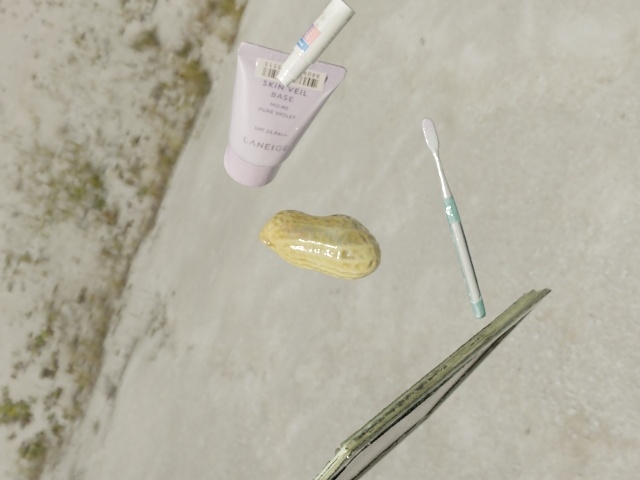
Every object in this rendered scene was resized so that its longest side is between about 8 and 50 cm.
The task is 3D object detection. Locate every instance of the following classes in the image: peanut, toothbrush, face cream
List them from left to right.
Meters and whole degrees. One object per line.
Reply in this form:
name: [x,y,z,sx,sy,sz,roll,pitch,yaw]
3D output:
face cream: [-0.072,-0.188,1.418,0.274,0.154,0.096,119,163,-55]
face cream: [-0.009,-0.248,1.204,0.130,0.034,0.034,-49,12,16]
peanut: [0.000,0.000,1.394,0.093,0.194,0.083,-66,-25,-15]
toothbrush: [0.107,-0.018,0.770,0.014,0.011,0.167,-33,-73,-87]

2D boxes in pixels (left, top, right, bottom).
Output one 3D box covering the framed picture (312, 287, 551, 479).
framed picture: [0.056,0.147,0.743,0.273,0.016,0.216,-29,-20,-46]
